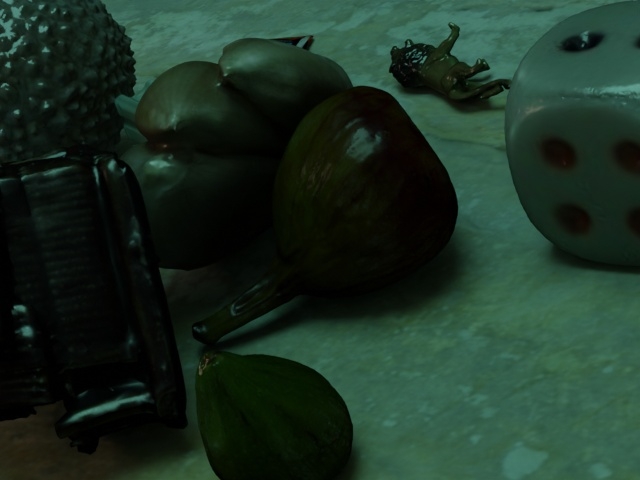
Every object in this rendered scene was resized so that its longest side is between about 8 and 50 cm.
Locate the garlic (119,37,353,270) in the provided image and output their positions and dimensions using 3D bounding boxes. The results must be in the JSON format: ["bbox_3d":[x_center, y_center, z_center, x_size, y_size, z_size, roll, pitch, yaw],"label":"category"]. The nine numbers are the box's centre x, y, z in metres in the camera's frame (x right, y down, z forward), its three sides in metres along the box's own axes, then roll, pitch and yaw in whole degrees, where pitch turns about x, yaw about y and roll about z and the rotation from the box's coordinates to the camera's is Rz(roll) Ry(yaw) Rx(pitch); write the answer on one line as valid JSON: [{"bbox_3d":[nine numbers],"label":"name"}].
[{"bbox_3d":[-0.098,-0.089,1.507,0.132,0.279,0.325,44,22,29],"label":"garlic"}]

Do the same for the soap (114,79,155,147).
[{"bbox_3d":[-0.154,-0.104,1.704,0.066,0.119,0.198,-31,32,-19],"label":"soap"}]

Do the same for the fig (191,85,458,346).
[{"bbox_3d":[0.008,-0.009,1.450,0.290,0.190,0.190,-48,20,25],"label":"fig"}]

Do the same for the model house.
[{"bbox_3d":[-0.308,0.056,1.374,0.282,0.317,0.297,-11,-5,-19],"label":"model house"}]

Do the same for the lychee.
[{"bbox_3d":[-0.365,-0.185,1.801,0.300,0.300,0.300,-15,30,9],"label":"lychee"}]

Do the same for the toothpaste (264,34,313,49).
[{"bbox_3d":[-0.056,-0.234,1.945,0.071,0.045,0.193,-4,26,11],"label":"toothpaste"}]

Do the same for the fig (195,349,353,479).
[{"bbox_3d":[-0.047,0.135,1.209,0.123,0.156,0.123,-18,33,12],"label":"fig"}]

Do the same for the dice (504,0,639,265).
[{"bbox_3d":[0.291,-0.100,1.363,0.192,0.193,0.194,4,36,37],"label":"dice"}]

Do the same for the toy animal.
[{"bbox_3d":[0.165,-0.201,1.737,0.086,0.069,0.220,-51,31,-9],"label":"toy animal"}]
